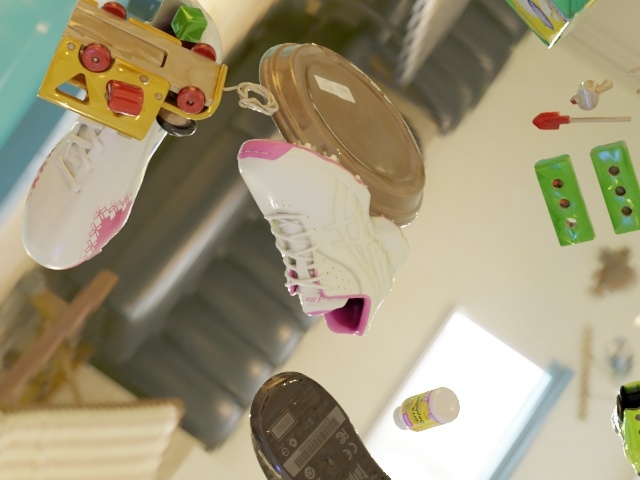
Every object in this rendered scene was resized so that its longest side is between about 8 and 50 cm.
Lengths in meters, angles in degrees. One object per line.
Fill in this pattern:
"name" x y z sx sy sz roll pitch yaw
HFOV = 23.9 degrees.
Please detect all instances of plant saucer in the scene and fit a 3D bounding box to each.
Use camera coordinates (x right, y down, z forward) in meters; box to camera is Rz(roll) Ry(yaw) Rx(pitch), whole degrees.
"plant saucer" 0.037 -0.139 1.867 0.041 0.278 0.278 -39 -178 27

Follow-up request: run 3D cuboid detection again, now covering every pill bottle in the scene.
"pill bottle" 0.120 0.197 1.747 0.083 0.043 0.043 -27 -161 50

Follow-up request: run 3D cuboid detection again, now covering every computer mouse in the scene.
"computer mouse" -0.002 0.258 1.348 0.060 0.262 0.184 -25 -159 52

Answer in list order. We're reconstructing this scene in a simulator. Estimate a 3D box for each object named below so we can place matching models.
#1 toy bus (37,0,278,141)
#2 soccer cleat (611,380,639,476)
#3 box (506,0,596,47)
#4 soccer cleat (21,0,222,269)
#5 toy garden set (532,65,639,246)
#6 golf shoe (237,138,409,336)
"toy bus" -0.179 -0.152 1.500 0.191 0.202 0.104 -11 143 -45
"soccer cleat" 0.299 0.160 1.402 0.060 0.072 0.179 -14 -174 9
"box" 0.141 -0.188 1.028 0.043 0.105 0.179 -41 178 6
"soccer cleat" -0.221 -0.128 1.602 0.331 0.116 0.143 -58 162 -20
"toy garden set" 0.366 -0.117 1.738 0.244 0.204 0.049 -13 -159 23
"golf shoe" 0.000 0.000 1.658 0.306 0.115 0.140 43 58 -48
